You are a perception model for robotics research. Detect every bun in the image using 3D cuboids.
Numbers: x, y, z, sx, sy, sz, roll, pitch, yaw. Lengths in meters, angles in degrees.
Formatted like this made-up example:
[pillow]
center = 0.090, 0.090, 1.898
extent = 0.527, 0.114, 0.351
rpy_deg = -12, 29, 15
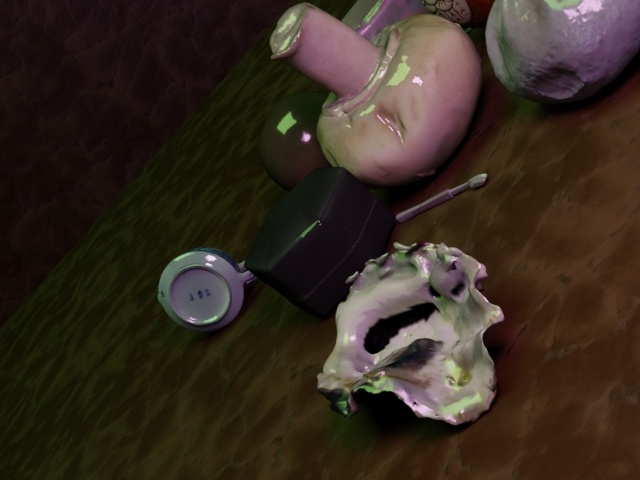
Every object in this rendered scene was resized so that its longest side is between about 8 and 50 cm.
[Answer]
[bun]
center = 0.350, -0.358, 1.535
extent = 0.354, 0.194, 0.354
rpy_deg = -59, 14, 24

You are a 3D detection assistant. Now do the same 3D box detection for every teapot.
[teapot]
center = -0.210, 0.077, 2.084
extent = 0.232, 0.159, 0.159
rpy_deg = -16, 29, 11

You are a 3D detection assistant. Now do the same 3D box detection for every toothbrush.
[toothbrush]
center = 0.182, -0.063, 1.677
extent = 0.194, 0.014, 0.017
rpy_deg = -25, 32, 49

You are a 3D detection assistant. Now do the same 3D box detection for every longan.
[longan]
center = -0.021, -0.183, 2.077
extent = 0.196, 0.196, 0.220
rpy_deg = -39, 11, 28

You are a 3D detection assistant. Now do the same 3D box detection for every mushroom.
[mushroom]
center = 0.085, -0.258, 1.775
extent = 0.314, 0.336, 0.314
rpy_deg = -44, 27, 30

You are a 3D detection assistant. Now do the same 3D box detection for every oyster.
[oyster]
center = 0.101, 0.126, 1.380
extent = 0.351, 0.115, 0.238
rpy_deg = -29, 36, 55

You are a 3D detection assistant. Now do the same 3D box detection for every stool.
[stool]
center = 0.000, 0.000, 1.764
extent = 0.232, 0.141, 0.232
rpy_deg = -43, 20, 20

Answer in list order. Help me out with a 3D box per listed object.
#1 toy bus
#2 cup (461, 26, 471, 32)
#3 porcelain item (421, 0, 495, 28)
[toy bus]
center = 0.162, -0.455, 2.218
extent = 0.386, 0.162, 0.171
rpy_deg = -51, 21, -3
[cup]
center = 0.256, -0.423, 2.117
extent = 0.075, 0.054, 0.083
rpy_deg = -55, 18, -11
[porcelain item]
center = 0.282, -0.484, 1.902
extent = 0.253, 0.253, 0.253
rpy_deg = -42, 21, 20
